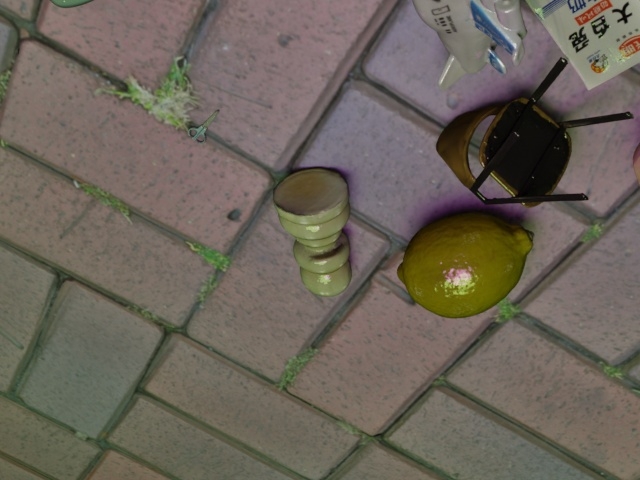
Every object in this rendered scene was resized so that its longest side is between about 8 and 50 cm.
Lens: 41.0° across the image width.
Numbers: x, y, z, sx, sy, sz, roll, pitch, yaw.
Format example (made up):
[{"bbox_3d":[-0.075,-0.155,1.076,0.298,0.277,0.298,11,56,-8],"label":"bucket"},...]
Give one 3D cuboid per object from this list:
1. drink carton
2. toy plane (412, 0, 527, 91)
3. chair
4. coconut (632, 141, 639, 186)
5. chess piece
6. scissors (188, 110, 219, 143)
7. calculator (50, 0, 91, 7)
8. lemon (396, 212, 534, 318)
[{"bbox_3d":[0.343,-0.370,1.171,0.130,0.107,0.315,-29,117,33],"label":"drink carton"},{"bbox_3d":[0.190,-0.326,1.188,0.122,0.267,0.267,-40,116,-7],"label":"toy plane"},{"bbox_3d":[0.302,-0.145,1.286,0.172,0.159,0.247,38,161,-9],"label":"chair"},{"bbox_3d":[0.585,-0.087,1.244,0.259,0.259,0.259,7,129,9],"label":"coconut"},{"bbox_3d":[0.000,0.000,1.547,0.133,0.133,0.243,1,134,13],"label":"chess piece"},{"bbox_3d":[-0.202,-0.203,1.504,0.036,0.006,0.083,38,127,-13],"label":"scissors"},{"bbox_3d":[-0.406,-0.423,1.375,0.152,0.021,0.095,-11,123,18],"label":"calculator"},{"bbox_3d":[0.248,0.042,1.466,0.248,0.184,0.184,-18,121,25],"label":"lemon"}]
